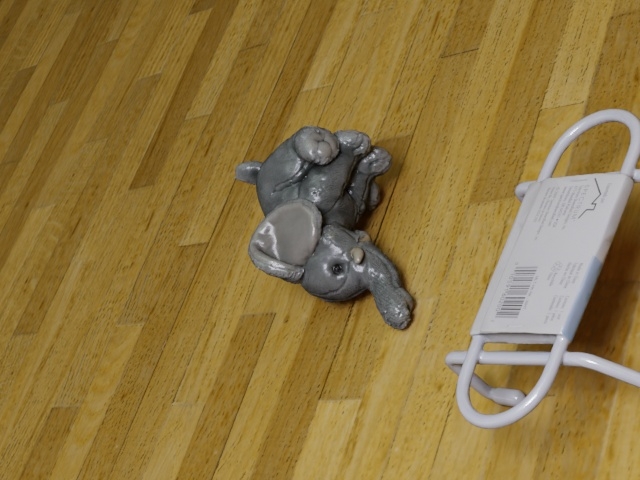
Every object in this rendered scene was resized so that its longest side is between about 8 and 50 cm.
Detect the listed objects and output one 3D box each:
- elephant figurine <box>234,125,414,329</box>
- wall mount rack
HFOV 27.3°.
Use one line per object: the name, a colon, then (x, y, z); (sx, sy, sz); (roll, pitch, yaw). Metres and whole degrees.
elephant figurine: (0.000, 0.000, 1.523); (0.186, 0.169, 0.239); (136, 140, -60)
wall mount rack: (0.279, 0.045, 1.205); (0.304, 0.130, 0.350); (-3, 55, 49)
